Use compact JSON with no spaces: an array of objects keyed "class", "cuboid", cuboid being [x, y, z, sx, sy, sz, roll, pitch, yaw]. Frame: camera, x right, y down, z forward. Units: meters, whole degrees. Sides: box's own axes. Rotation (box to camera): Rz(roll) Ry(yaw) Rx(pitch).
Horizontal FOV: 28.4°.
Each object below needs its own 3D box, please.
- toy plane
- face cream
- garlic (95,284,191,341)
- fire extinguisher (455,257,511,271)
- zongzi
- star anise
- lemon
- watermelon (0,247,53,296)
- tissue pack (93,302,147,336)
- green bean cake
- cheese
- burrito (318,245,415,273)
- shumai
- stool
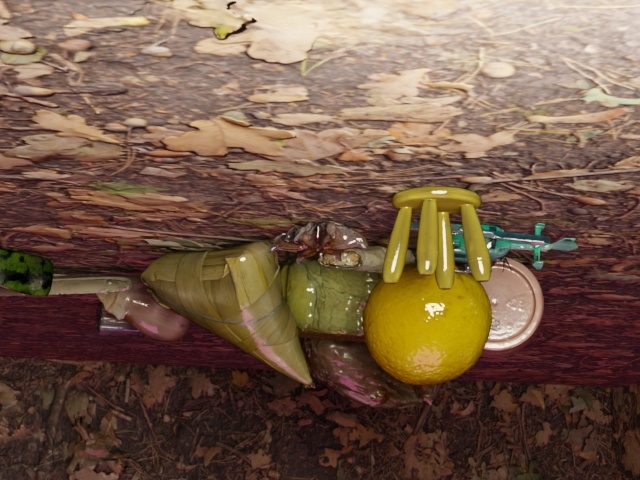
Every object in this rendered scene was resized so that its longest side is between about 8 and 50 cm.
[{"class":"toy plane","cuboid":[0.230,0.002,1.715,0.235,0.060,0.096,4,156,5]},{"class":"face cream","cuboid":[0.273,0.105,1.982,0.149,0.149,0.104,0,168,6]},{"class":"garlic","cuboid":[-0.298,0.127,2.316,0.128,0.148,0.266,-36,163,-3]},{"class":"fire extinguisher","cuboid":[0.238,0.025,1.915,0.100,0.032,0.046,-1,135,12]},{"class":"zongzi","cuboid":[-0.134,0.122,1.927,0.228,0.256,0.115,-5,-150,39]},{"class":"star anise","cuboid":[0.001,-0.001,1.737,0.141,0.042,0.141,1,166,0]},{"class":"lemon","cuboid":[0.155,0.117,1.844,0.187,0.186,0.244,4,142,-13]},{"class":"watermelon","cuboid":[-0.503,0.044,2.001,0.119,0.063,0.245,10,176,31]},{"class":"tissue pack","cuboid":[-0.374,0.161,2.550,0.155,0.065,0.115,3,171,-15]},{"class":"green bean cake","cuboid":[0.027,0.099,2.040,0.236,0.124,0.233,6,169,-25]},{"class":"cheese","cuboid":[-0.503,0.078,2.161,0.400,0.034,0.085,-2,-172,10]},{"class":"burrito","cuboid":[0.073,0.028,1.877,0.149,0.041,0.055,3,171,-31]},{"class":"shumai","cuboid":[0.047,0.213,2.388,0.283,0.217,0.346,-8,169,36]},{"class":"stool","cuboid":[0.141,-0.002,1.544,0.134,0.110,0.135,-3,170,16]}]
